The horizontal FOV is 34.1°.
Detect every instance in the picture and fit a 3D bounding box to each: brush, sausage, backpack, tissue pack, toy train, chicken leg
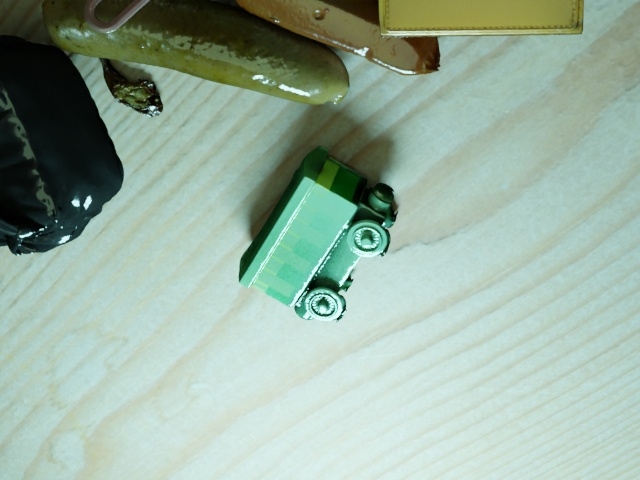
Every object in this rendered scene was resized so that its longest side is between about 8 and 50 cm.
[{"bbox_3d":[-0.258,-0.399,1.558,0.233,0.047,0.103,-44,90,-1],"label":"brush"},{"bbox_3d":[0.026,-0.342,1.577,0.348,0.097,0.094,20,131,-1],"label":"sausage"},{"bbox_3d":[-0.565,-0.131,1.731,0.445,0.255,0.364,-19,100,39],"label":"backpack"},{"bbox_3d":[0.228,-0.381,1.454,0.274,0.194,0.145,2,118,11],"label":"tissue pack"},{"bbox_3d":[0.000,0.000,1.785,0.202,0.120,0.301,31,123,-5],"label":"toy train"},{"bbox_3d":[-0.324,-0.259,1.746,0.145,0.037,0.062,34,101,-10],"label":"chicken leg"},{"bbox_3d":[-0.195,-0.313,1.628,0.500,0.123,0.136,13,137,3],"label":"sausage"}]
